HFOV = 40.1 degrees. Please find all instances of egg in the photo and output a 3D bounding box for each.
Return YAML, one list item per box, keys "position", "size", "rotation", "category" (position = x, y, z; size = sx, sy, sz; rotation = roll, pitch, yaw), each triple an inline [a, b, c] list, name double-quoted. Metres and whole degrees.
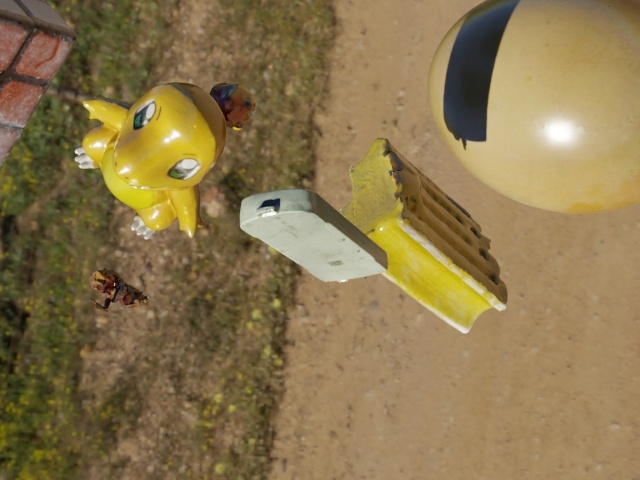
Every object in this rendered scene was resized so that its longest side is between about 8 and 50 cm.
- position: [0.316, -0.188, 1.148]
  size: [0.374, 0.301, 0.301]
  rotation: [12, 90, 30]
  category: "egg"

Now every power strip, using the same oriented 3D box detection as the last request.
- position: [0.000, 0.000, 0.878]
  size: [0.080, 0.227, 0.029]
  rotation: [-10, 66, 24]
  category: "power strip"

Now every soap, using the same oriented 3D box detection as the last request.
- position: [0.176, -0.012, 1.497]
  size: [0.143, 0.281, 0.259]
  rotation: [-41, 29, 25]
  category: "soap"

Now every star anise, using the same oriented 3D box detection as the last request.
- position: [-0.385, 0.097, 1.615]
  size: [0.097, 0.191, 0.070]
  rotation: [43, 90, 9]
  category: "star anise"

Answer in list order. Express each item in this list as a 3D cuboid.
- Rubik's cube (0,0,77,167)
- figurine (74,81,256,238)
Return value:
- position: [-0.613, -0.275, 1.203]
  size: [0.337, 0.344, 0.344]
  rotation: [47, 108, 22]
  category: "Rubik's cube"
- position: [-0.094, -0.071, 0.601]
  size: [0.122, 0.121, 0.176]
  rotation: [-38, 9, -16]
  category: "figurine"
